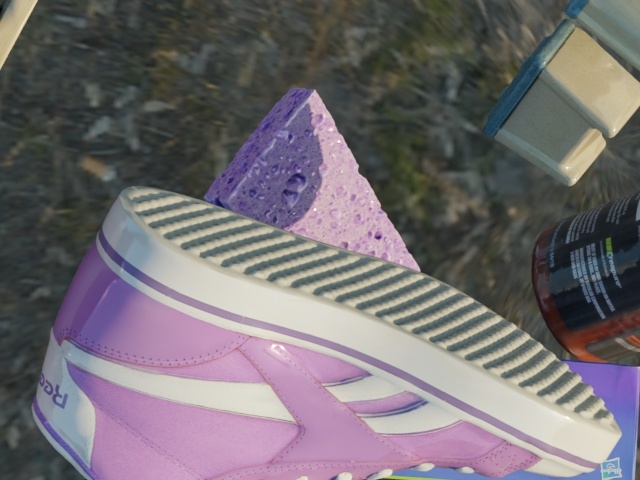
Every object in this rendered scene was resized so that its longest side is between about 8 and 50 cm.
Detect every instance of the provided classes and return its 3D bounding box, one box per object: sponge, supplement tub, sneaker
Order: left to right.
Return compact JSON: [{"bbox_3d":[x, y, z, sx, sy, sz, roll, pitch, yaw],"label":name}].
[{"bbox_3d":[-0.002,0.090,0.941,0.282,0.102,0.161,21,108,-16],"label":"sneaker"},{"bbox_3d":[0.000,0.000,1.451,0.031,0.210,0.117,10,53,43],"label":"sponge"},{"bbox_3d":[0.244,0.009,1.270,0.198,0.106,0.106,-22,89,38],"label":"supplement tub"}]

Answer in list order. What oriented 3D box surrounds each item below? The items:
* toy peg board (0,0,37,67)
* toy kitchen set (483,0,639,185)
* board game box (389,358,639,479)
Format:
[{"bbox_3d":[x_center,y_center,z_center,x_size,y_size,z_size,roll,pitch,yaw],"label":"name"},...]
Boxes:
[{"bbox_3d":[-0.209,-0.194,1.212,0.079,0.160,0.161,28,90,-17],"label":"toy peg board"},{"bbox_3d":[0.179,-0.165,1.132,0.122,0.166,0.207,40,57,5],"label":"toy kitchen set"},{"bbox_3d":[0.049,0.115,1.277,0.233,0.347,0.078,5,84,-7],"label":"board game box"}]
